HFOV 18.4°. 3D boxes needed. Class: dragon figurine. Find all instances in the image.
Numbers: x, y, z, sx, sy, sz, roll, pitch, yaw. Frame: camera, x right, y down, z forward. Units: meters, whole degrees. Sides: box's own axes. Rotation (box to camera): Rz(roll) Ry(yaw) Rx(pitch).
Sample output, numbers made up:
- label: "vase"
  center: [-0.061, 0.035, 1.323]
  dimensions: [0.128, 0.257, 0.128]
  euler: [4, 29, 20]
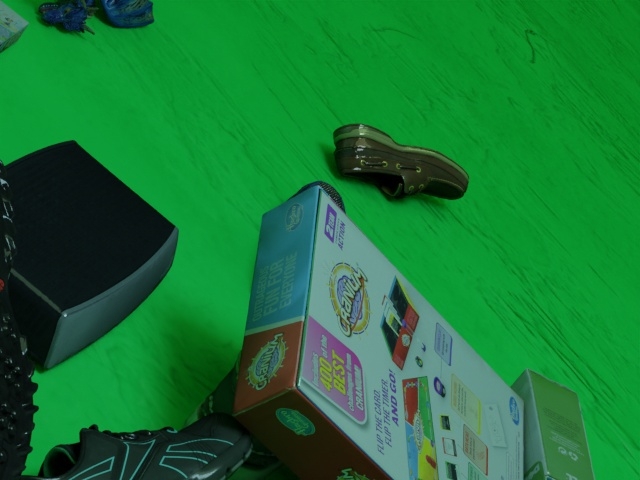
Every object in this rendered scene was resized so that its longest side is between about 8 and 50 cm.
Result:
- label: "dragon figurine"
  center: [-0.204, -0.282, 2.111]
  dimensions: [0.289, 0.085, 0.144]
  euler: [-3, 50, -47]

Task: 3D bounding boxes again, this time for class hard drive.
- label: "hard drive"
  center: [-0.224, 0.000, 1.685]
  dimensions: [0.172, 0.054, 0.255]
  euler: [40, 27, 3]

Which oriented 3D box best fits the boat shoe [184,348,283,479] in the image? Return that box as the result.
- label: "boat shoe"
  center: [-0.012, 0.116, 1.728]
  dimensions: [0.109, 0.091, 0.305]
  euler: [42, 27, 6]

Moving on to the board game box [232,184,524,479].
- label: "board game box"
  center: [0.060, 0.141, 1.660]
  dimensions: [0.316, 0.064, 0.242]
  euler: [46, 31, -29]

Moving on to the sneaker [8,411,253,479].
- label: "sneaker"
  center: [-0.138, 0.173, 1.466]
  dimensions: [0.106, 0.101, 0.267]
  euler: [47, 27, 4]

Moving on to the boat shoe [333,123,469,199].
- label: "boat shoe"
  center: [0.087, -0.073, 2.193]
  dimensions: [0.178, 0.064, 0.060]
  euler: [19, 63, -31]

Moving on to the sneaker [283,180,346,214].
- label: "sneaker"
  center: [0.000, 0.000, 1.929]
  dimensions: [0.083, 0.087, 0.221]
  euler: [33, 27, -13]

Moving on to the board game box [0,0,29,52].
- label: "board game box"
  center: [-0.366, -0.233, 1.902]
  dimensions: [0.154, 0.026, 0.103]
  euler: [38, 26, -2]

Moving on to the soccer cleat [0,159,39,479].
- label: "soccer cleat"
  center: [-0.288, 0.063, 1.484]
  dimensions: [0.108, 0.116, 0.318]
  euler: [55, 20, -57]

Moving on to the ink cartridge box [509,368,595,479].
- label: "ink cartridge box"
  center: [0.191, 0.226, 1.794]
  dimensions: [0.062, 0.109, 0.209]
  euler: [28, 29, -19]
